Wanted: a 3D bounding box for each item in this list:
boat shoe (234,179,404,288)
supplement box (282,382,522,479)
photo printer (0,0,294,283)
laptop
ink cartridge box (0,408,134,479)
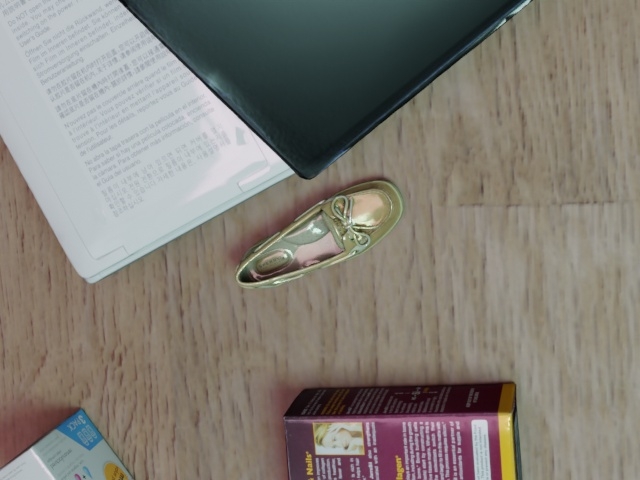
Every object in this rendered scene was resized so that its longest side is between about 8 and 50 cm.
[{"bbox_3d":[-0.001,-0.001,0.941,0.153,0.048,0.056,-24,95,16],"label":"boat shoe"},{"bbox_3d":[0.071,0.181,0.942,0.188,0.081,0.104,-3,100,13],"label":"supplement box"},{"bbox_3d":[-0.156,-0.153,0.917,0.256,0.107,0.307,-28,93,15],"label":"photo printer"},{"bbox_3d":[-0.016,-0.336,0.791,0.382,0.236,0.408,-39,63,14],"label":"laptop"},{"bbox_3d":[-0.200,0.252,1.004,0.061,0.104,0.181,-36,92,17],"label":"ink cartridge box"}]
